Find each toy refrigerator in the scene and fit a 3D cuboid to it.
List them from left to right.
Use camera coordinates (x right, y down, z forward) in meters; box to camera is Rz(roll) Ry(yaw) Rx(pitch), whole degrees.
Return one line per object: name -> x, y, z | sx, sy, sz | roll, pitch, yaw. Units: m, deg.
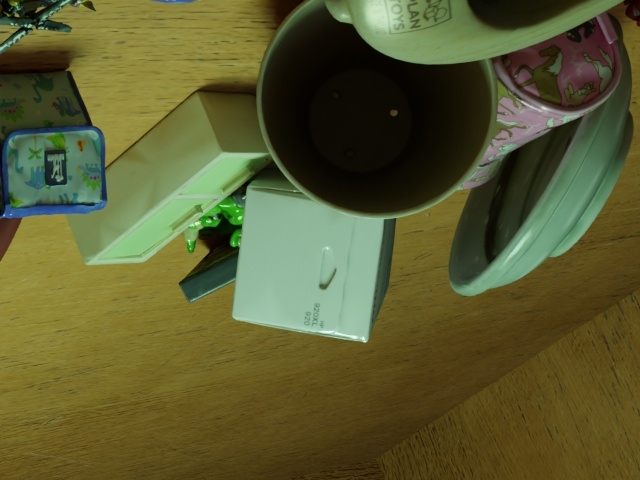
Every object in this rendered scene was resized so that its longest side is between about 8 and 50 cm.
toy refrigerator -> -0.180, -0.068, 2.089 | 0.269, 0.094, 0.102 | -37, 159, 34

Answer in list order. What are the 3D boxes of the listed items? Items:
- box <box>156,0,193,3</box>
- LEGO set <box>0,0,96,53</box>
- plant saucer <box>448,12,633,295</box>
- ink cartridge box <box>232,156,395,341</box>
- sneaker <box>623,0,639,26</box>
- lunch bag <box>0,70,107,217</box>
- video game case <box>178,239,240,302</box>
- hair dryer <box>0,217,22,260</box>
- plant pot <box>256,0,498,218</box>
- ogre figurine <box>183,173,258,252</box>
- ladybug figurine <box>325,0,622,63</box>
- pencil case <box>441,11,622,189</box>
box -> -0.110, -0.274, 1.679 | 0.136, 0.028, 0.081 | -31, 162, 31
LEGO set -> -0.366, -0.155, 1.411 | 0.331, 0.192, 0.255 | -33, 161, 27
plant saucer -> 0.301, -0.093, 2.213 | 0.101, 0.400, 0.400 | 27, 147, -8
ink cartridge box -> 0.000, 0.000, 2.127 | 0.168, 0.171, 0.232 | 8, -165, 6
sneaker -> 0.417, -0.305, 2.186 | 0.221, 0.087, 0.128 | -5, 154, -44
lunch bag -> -0.294, -0.093, 1.765 | 0.129, 0.151, 0.096 | -7, 156, -43
video game case -> -0.048, -0.010, 2.383 | 0.275, 0.035, 0.248 | -27, -174, 10
hair dryer -> -0.380, -0.038, 1.825 | 0.293, 0.080, 0.223 | -28, 137, -66
plant pot -> 0.055, -0.148, 1.969 | 0.256, 0.256, 0.274 | -23, 180, -2
ogre figurine -> -0.131, -0.038, 2.259 | 0.118, 0.096, 0.197 | -8, 150, 10
ladybug figurine -> 0.197, -0.329, 1.620 | 0.449, 0.162, 0.305 | -25, 144, -9
pencil case -> 0.218, -0.174, 2.082 | 0.160, 0.167, 0.386 | 26, 163, -8
